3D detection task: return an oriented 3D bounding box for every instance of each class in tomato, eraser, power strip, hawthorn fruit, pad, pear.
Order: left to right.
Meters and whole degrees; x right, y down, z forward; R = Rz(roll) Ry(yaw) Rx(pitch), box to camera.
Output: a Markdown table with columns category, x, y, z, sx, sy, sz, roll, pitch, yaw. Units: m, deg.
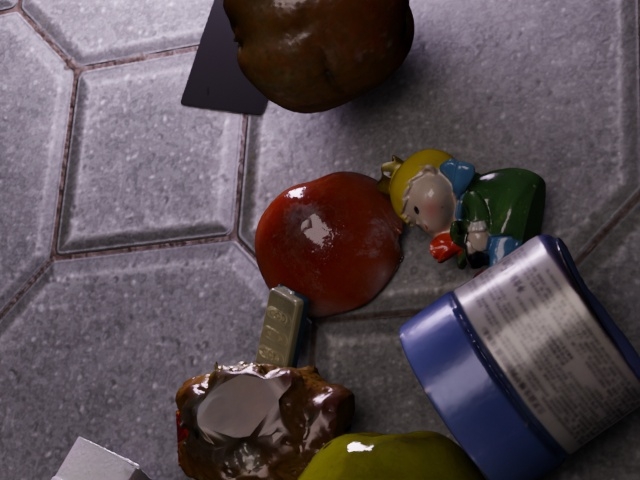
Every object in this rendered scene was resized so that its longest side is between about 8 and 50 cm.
| category | x | y | z | sx | sy | sz | roll | pitch | yaw |
| --- | --- | --- | --- | --- | --- | --- | --- | --- | --- |
| eraser | -0.352 | 0.429 | 2.073 | 0.130 | 0.086 | 0.287 | 20 | 69 | 30 |
| pad | -0.115 | -0.324 | 2.319 | 0.159 | 0.009 | 0.265 | 11 | 77 | 30 |
| power strip | -0.052 | 0.124 | 2.055 | 0.056 | 0.032 | 0.123 | 27 | 117 | 32 |
| tomato | 0.000 | 0.000 | 2.069 | 0.228 | 0.112 | 0.199 | -37 | 60 | 14 |
| hawthorn fruit | 0.019 | -0.331 | 2.098 | 0.301 | 0.268 | 0.268 | -20 | 62 | 13 |
| pear | 0.084 | 0.372 | 1.781 | 0.294 | 0.294 | 0.294 | -10 | 66 | 24 |

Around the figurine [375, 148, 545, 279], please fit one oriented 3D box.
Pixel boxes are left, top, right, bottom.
| category | x | y | z | sx | sy | sz | roll | pitch | yaw |
| --- | --- | --- | --- | --- | --- | --- | --- | --- | --- |
| figurine | 0.173 | -0.028 | 1.989 | 0.234 | 0.127 | 0.185 | 11 | 83 | 20 |

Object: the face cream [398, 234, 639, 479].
| category | x | y | z | sx | sy | sz | roll | pitch | yaw |
| --- | --- | --- | --- | --- | --- | --- | --- | --- | --- |
| face cream | 0.253 | 0.145 | 1.792 | 0.225 | 0.249 | 0.249 | -34 | 58 | 11 |

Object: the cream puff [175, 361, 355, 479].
| category | x | y | z | sx | sy | sz | roll | pitch | yaw |
| --- | --- | --- | --- | --- | --- | --- | --- | --- | --- |
| cream puff | -0.082 | 0.261 | 1.978 | 0.269 | 0.155 | 0.241 | 31 | 87 | 31 |

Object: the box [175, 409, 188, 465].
| category | x | y | z | sx | sy | sz | roll | pitch | yaw |
| --- | --- | --- | --- | --- | --- | --- | --- | --- | --- |
| box | -0.176 | 0.275 | 2.100 | 0.051 | 0.023 | 0.082 | -15 | 64 | 21 |
